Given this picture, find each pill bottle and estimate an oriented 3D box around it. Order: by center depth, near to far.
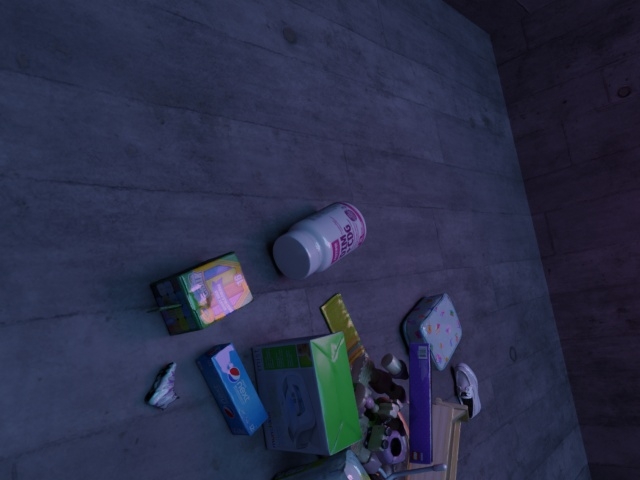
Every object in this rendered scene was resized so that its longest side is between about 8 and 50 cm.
[{"bbox_3d":[0.000,0.000,1.435,0.283,0.160,0.161,-32,102,-47],"label":"pill bottle"}]

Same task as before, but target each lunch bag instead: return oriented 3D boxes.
[{"bbox_3d":[0.423,0.348,1.829,0.279,0.107,0.224,-37,108,-46],"label":"lunch bag"}]

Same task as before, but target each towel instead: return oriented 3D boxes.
[{"bbox_3d":[0.078,0.290,1.533,0.102,0.021,0.237,-34,103,-48],"label":"towel"}]

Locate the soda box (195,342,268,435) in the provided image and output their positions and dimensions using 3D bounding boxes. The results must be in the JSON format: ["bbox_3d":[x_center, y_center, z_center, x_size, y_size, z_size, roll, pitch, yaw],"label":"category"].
[{"bbox_3d":[-0.209,0.354,1.160,0.071,0.067,0.210,-34,103,-48],"label":"soda box"}]

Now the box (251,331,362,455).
[{"bbox_3d":[-0.038,0.375,1.217,0.126,0.231,0.262,-2,79,-47],"label":"box"}]

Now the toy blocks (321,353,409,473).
[{"bbox_3d":[0.166,0.495,1.343,0.260,0.308,0.289,44,50,-24],"label":"toy blocks"}]

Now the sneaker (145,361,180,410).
[{"bbox_3d":[-0.328,0.322,1.065,0.069,0.038,0.098,46,58,-30],"label":"sneaker"}]

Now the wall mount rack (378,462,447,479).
[{"bbox_3d":[0.249,0.763,1.353,0.304,0.130,0.350,-33,103,-10],"label":"wall mount rack"}]

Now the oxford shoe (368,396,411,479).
[{"bbox_3d":[0.196,0.664,1.466,0.132,0.129,0.364,0,78,-41],"label":"oxford shoe"}]

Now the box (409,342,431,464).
[{"bbox_3d":[0.271,0.440,1.314,0.201,0.057,0.294,58,33,-63],"label":"box"}]

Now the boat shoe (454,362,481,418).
[{"bbox_3d":[0.586,0.603,1.944,0.075,0.083,0.227,-32,102,-49],"label":"boat shoe"}]

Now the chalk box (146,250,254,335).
[{"bbox_3d":[-0.283,0.129,1.104,0.213,0.132,0.132,-27,98,-47],"label":"chalk box"}]

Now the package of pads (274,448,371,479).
[{"bbox_3d":[0.047,0.677,1.195,0.297,0.229,0.101,59,17,-10],"label":"package of pads"}]

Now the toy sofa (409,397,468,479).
[{"bbox_3d":[0.405,0.743,1.676,0.150,0.177,0.363,64,35,-49],"label":"toy sofa"}]
